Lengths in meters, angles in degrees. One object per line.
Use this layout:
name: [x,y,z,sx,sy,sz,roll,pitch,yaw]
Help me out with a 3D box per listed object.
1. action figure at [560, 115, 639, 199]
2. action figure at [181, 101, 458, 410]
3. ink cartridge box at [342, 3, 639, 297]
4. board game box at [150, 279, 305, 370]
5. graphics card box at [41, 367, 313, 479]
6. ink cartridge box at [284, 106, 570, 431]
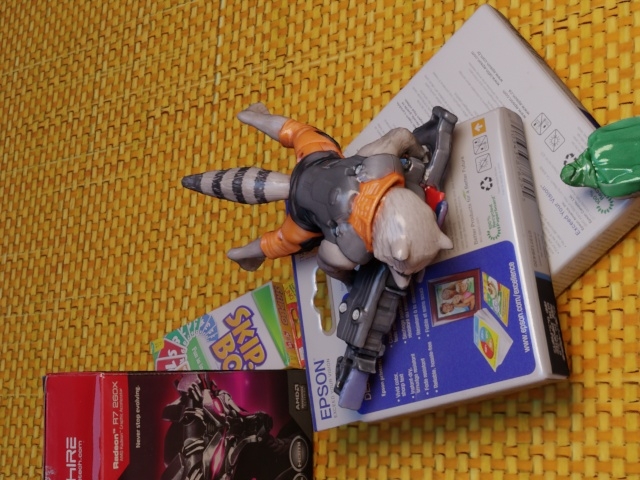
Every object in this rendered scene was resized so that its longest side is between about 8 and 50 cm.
action figure: [0.357,-0.087,1.071,0.232,0.063,0.137,-9,67,7]
action figure: [0.000,0.000,1.155,0.330,0.179,0.341,11,86,49]
ink cartridge box: [0.176,-0.055,1.260,0.330,0.071,0.324,-46,55,23]
board game box: [-0.126,0.153,1.466,0.259,0.039,0.124,-26,64,28]
graphics card box: [-0.147,0.263,1.218,0.094,0.371,0.232,-7,80,34]
ink cartridge box: [0.109,0.042,1.207,0.307,0.072,0.303,-21,68,37]
